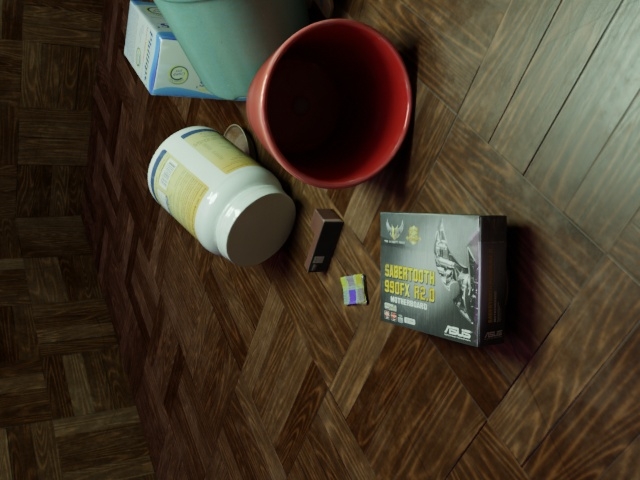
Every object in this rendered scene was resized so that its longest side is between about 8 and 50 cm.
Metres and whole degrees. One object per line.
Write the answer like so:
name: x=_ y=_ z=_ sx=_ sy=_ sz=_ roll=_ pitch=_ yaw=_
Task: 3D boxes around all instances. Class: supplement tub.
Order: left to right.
supplement tub: x=-0.229 y=-0.103 z=1.520 sx=0.316 sy=0.228 sz=0.228 roll=40 pitch=127 yaw=33

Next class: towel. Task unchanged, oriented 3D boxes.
towel: x=0.066 y=0.097 z=1.288 sx=0.083 sy=0.010 sz=0.060 roll=-12 pitch=83 yaw=59

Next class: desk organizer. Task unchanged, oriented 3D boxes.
desk organizer: x=0.000 y=0.000 z=1.357 sx=0.050 sy=0.047 sz=0.130 roll=56 pitch=137 yaw=45

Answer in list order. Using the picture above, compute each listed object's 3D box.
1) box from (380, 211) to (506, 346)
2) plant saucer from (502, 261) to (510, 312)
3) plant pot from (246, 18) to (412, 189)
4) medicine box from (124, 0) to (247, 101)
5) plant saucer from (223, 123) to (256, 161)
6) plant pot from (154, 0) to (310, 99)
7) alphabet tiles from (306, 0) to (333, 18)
box: x=0.178 y=0.049 z=0.992 sx=0.231 sy=0.056 sz=0.182 roll=8 pitch=100 yaw=59
plant saucer: x=0.228 y=0.060 z=0.991 sx=0.168 sy=0.029 sz=0.168 roll=11 pitch=102 yaw=59
plant pot: x=-0.008 y=-0.240 z=1.170 sx=0.243 sy=0.275 sz=0.274 roll=-152 pitch=63 yaw=-67
medicine box: x=-0.325 y=-0.477 z=1.653 sx=0.289 sy=0.264 sz=0.149 roll=51 pitch=135 yaw=45
plant saucer: x=-0.212 y=-0.202 z=1.709 sx=0.199 sy=0.036 sz=0.198 roll=11 pitch=102 yaw=59
plant pot: x=-0.171 y=-0.479 z=1.272 sx=0.341 sy=0.341 sz=0.334 roll=59 pitch=173 yaw=39
alphabet tiles: x=-0.043 y=-0.585 z=1.279 sx=0.277 sy=0.021 sz=0.284 roll=60 pitch=165 yaw=11
